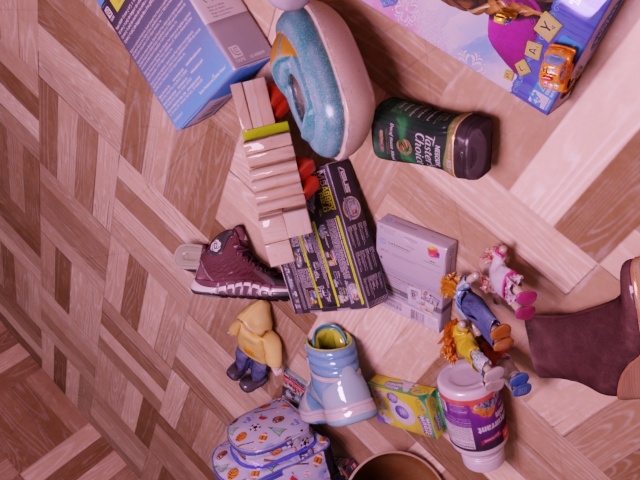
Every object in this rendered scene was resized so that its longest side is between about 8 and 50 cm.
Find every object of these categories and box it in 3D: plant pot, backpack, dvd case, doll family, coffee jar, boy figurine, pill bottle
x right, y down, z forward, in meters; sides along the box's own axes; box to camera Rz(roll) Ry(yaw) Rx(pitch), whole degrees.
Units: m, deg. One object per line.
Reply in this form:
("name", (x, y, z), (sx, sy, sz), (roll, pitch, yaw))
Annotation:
("plant pot", (0.137, 0.606, 1.552), (0.237, 0.237, 0.254), (47, 157, 9))
("backpack", (-0.119, 0.520, 1.639), (0.276, 0.263, 0.213), (13, 129, 65))
("dvd case", (-0.059, 0.378, 1.724), (0.087, 0.013, 0.119), (31, 135, 26))
("doll family", (0.250, 0.132, 1.117), (0.163, 0.118, 0.262), (-123, 23, -55))
("coffee jar", (0.170, -0.153, 1.044), (0.184, 0.079, 0.096), (19, 130, 35))
("boy figurine", (-0.157, 0.254, 1.672), (0.177, 0.092, 0.285), (40, 143, 21))
("pill bottle", (0.281, 0.321, 1.258), (0.108, 0.108, 0.193), (8, 123, 42))

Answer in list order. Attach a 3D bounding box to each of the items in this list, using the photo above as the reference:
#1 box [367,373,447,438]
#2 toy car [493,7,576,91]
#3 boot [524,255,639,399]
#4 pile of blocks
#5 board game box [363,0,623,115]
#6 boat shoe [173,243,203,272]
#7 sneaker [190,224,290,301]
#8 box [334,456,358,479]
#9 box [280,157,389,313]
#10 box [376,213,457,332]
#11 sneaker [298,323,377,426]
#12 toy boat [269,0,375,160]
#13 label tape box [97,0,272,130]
("box", (0.185, 0.343, 1.425), (0.179, 0.043, 0.105), (2, 119, 43))
("toy car", (0.249, -0.223, 0.836), (0.122, 0.040, 0.060), (38, 140, 17))
("boot", (0.393, 0.127, 1.013), (0.207, 0.090, 0.248), (5, 125, 41))
("pile of blocks", (-0.066, -0.130, 1.226), (0.149, 0.113, 0.362), (71, -174, -72))
("board game box", (0.224, -0.367, 0.840), (0.318, 0.066, 0.318), (38, 139, 19))
("boat shoe", (-0.238, 0.059, 1.639), (0.233, 0.084, 0.079), (12, 164, 32))
("sneaker", (-0.148, 0.045, 1.506), (0.281, 0.106, 0.162), (2, 80, 17))
("box", (0.085, 0.642, 1.753), (0.114, 0.036, 0.207), (-17, 105, 50))
("box", (0.000, 0.000, 1.305), (0.216, 0.060, 0.270), (-12, 97, 48))
("box", (0.166, 0.059, 1.237), (0.145, 0.038, 0.186), (24, 133, 33))
("sneaker", (0.015, 0.289, 1.516), (0.319, 0.127, 0.208), (-29, 75, 66))
("toy boat", (-0.012, -0.280, 1.007), (0.318, 0.148, 0.267), (99, 153, -61))
("label tape box", (-0.268, -0.414, 1.275), (0.249, 0.115, 0.347), (-28, 93, 51))
